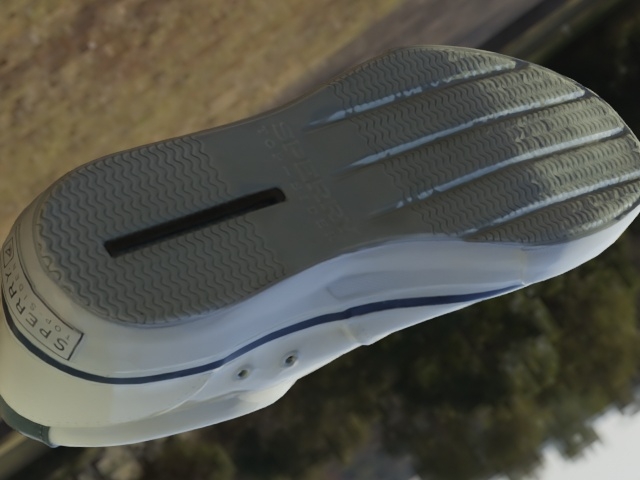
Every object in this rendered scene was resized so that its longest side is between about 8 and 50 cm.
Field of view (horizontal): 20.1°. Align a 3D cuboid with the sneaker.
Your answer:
[{"bbox_3d":[0.000,0.000,0.611,0.258,0.094,0.091,-12,153,-35],"label":"sneaker"}]
